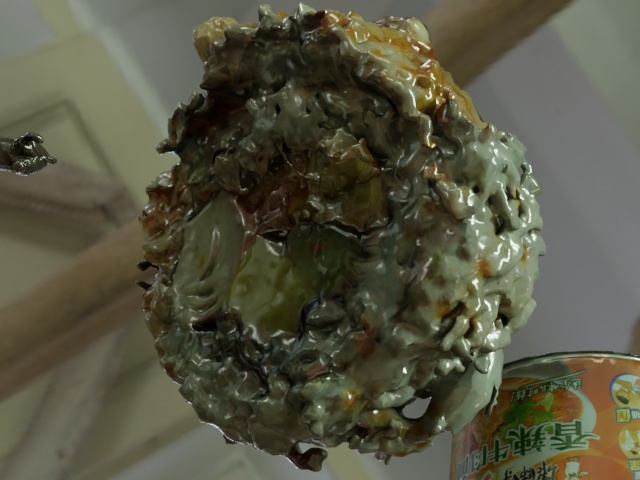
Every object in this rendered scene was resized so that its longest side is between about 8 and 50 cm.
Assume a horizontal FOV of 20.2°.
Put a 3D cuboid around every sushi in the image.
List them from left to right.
[{"bbox_3d":[0.001,0.004,1.578,0.417,0.176,0.417,-9,-105,35],"label":"sushi"}]

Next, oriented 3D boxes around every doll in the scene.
[{"bbox_3d":[-0.409,-0.112,2.304,0.165,0.139,0.057,147,-52,-87],"label":"doll"}]

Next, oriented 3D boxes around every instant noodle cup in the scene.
[{"bbox_3d":[0.241,0.244,1.637,0.296,0.296,0.214,124,-28,-54],"label":"instant noodle cup"}]

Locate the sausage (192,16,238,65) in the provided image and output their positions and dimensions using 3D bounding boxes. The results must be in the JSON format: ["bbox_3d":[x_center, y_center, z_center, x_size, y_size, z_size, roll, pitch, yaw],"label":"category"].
[{"bbox_3d":[-0.056,-0.144,2.003,0.066,0.066,0.301,27,-17,42],"label":"sausage"}]
